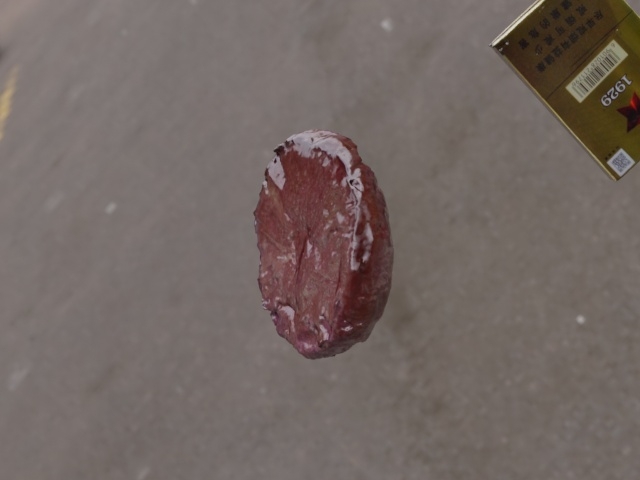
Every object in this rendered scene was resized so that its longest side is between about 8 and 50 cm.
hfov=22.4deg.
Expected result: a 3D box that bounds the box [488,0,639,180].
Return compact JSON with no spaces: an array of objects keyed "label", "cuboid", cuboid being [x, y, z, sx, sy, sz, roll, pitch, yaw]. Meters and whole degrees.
[{"label":"box","cuboid":[0.194,-0.119,1.126,0.090,0.133,0.023,-44,8,4]}]

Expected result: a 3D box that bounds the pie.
[{"label":"pie","cuboid":[0.000,0.000,1.020,0.154,0.036,0.154,4,95,61]}]
